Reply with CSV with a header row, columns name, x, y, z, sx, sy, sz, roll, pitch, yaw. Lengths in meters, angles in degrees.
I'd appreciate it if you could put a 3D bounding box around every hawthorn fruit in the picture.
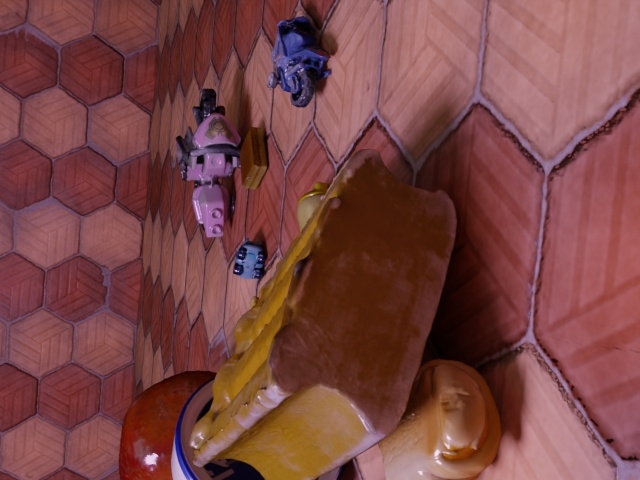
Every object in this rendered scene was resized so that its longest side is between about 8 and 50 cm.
name,x,y,z,sx,sy,sz,roll,pitch,yaw
hawthorn fruit,-0.232,0.366,1.354,0.300,0.275,0.276,-111,30,-66

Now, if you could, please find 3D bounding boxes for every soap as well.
name,x,y,z,sx,sy,sz,roll,pitch,yaw
soap,-0.005,0.105,0.826,0.293,0.156,0.335,-65,6,-35

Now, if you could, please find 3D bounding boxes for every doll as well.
name,x,y,z,sx,sy,sz,roll,pitch,yaw
doll,0.000,0.000,1.071,0.106,0.062,0.163,129,141,-63

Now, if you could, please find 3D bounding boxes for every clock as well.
name,x,y,z,sx,sy,sz,roll,pitch,yaw
clock,-0.085,0.287,1.009,0.230,0.230,0.083,-107,26,-42

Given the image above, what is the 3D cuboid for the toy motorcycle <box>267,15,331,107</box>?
name,x,y,z,sx,sy,sz,roll,pitch,yaw
toy motorcycle,-0.038,-0.300,1.215,0.114,0.076,0.205,-65,29,29

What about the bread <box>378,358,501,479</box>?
name,x,y,z,sx,sy,sz,roll,pitch,yaw
bread,0.110,0.188,0.714,0.177,0.084,0.119,122,152,-52

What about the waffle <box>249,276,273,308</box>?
name,x,y,z,sx,sy,sz,roll,pitch,yaw
waffle,-0.067,0.170,1.224,0.229,0.057,0.219,-162,76,-68

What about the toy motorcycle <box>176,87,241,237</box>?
name,x,y,z,sx,sy,sz,roll,pitch,yaw
toy motorcycle,-0.239,-0.159,1.618,0.188,0.143,0.327,-129,39,-61

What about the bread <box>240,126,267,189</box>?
name,x,y,z,sx,sy,sz,roll,pitch,yaw
bread,-0.134,-0.165,1.486,0.090,0.035,0.095,128,141,-55

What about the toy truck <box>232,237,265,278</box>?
name,x,y,z,sx,sy,sz,roll,pitch,yaw
toy truck,-0.139,0.031,1.450,0.090,0.056,0.073,-101,26,-66
